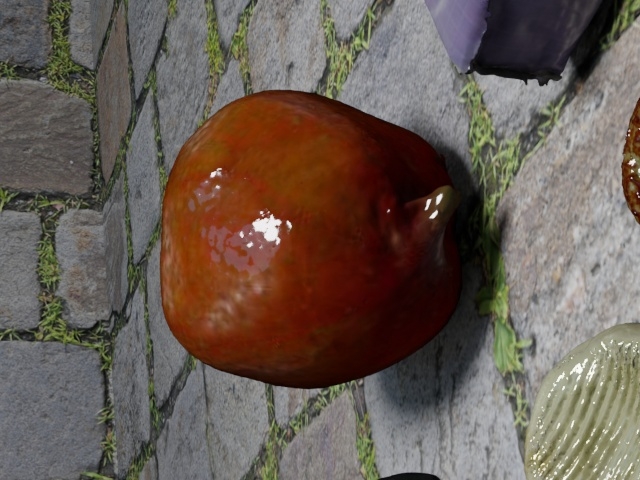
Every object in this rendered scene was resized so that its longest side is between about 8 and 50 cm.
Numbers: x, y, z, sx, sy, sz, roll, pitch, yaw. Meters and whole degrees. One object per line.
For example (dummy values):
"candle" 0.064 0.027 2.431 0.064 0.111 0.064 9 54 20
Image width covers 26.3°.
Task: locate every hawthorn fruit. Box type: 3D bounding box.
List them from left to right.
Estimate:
"hawthorn fruit" -0.007 0.009 1.297 0.311 0.295 0.295 33 122 40

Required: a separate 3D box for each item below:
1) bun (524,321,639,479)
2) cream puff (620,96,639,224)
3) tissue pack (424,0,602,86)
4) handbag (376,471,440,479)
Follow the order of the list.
"bun" 0.215 0.144 0.877 0.183 0.102 0.183 -27 56 48
"cream puff" 0.241 -0.050 0.856 0.149 0.084 0.149 -179 90 -72
"tissue pack" 0.172 -0.322 1.021 0.343 0.125 0.242 112 153 -43
"handbag" 0.073 0.363 1.275 0.244 0.088 0.275 130 135 -63
